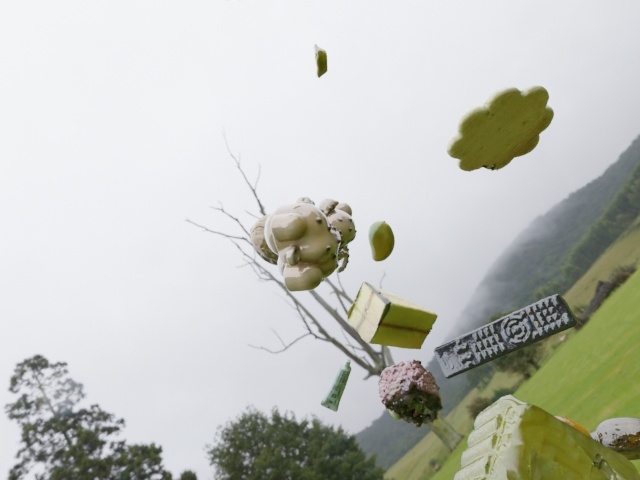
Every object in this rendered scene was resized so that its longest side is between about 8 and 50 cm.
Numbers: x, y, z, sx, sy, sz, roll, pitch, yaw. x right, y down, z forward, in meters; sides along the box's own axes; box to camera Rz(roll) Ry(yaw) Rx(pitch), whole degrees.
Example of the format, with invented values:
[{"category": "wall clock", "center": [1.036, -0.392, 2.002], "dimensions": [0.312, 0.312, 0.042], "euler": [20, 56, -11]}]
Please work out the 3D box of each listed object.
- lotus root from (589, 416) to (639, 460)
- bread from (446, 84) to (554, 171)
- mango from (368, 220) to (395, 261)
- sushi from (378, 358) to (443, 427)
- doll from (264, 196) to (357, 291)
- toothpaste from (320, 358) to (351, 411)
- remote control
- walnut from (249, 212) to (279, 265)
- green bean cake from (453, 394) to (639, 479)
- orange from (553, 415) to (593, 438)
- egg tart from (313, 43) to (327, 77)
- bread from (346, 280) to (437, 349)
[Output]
[{"category": "lotus root", "center": [0.900, 0.587, 1.257], "dimensions": [0.210, 0.120, 0.120], "euler": [-16, -18, 23]}, {"category": "bread", "center": [0.509, -0.314, 1.215], "dimensions": [0.316, 0.054, 0.316], "euler": [-8, -35, -6]}, {"category": "mango", "center": [0.285, 0.001, 1.963], "dimensions": [0.085, 0.122, 0.191], "euler": [-34, -67, -68]}, {"category": "sushi", "center": [0.367, 0.639, 1.733], "dimensions": [0.237, 0.171, 0.270], "euler": [-37, -66, 11]}, {"category": "doll", "center": [0.000, -0.002, 0.770], "dimensions": [0.278, 0.119, 0.154], "euler": [-12, -85, -66]}, {"category": "toothpaste", "center": [0.060, 0.493, 1.443], "dimensions": [0.041, 0.064, 0.218], "euler": [-52, -17, -67]}, {"category": "remote control", "center": [0.322, 0.172, 0.753], "dimensions": [0.245, 0.063, 0.025], "euler": [-30, -26, 18]}, {"category": "walnut", "center": [-0.154, -0.003, 1.604], "dimensions": [0.198, 0.245, 0.198], "euler": [20, -90, -83]}, {"category": "green bean cake", "center": [0.334, 0.379, 0.626], "dimensions": [0.233, 0.236, 0.124], "euler": [-49, -18, -38]}, {"category": "orange", "center": [0.567, 0.495, 1.002], "dimensions": [0.156, 0.156, 0.124], "euler": [-55, -14, 9]}, {"category": "egg tart", "center": [0.002, -0.541, 1.280], "dimensions": [0.039, 0.105, 0.105], "euler": [-4, -37, 0]}, {"category": "bread", "center": [0.248, 0.269, 1.484], "dimensions": [0.264, 0.163, 0.167], "euler": [18, -77, -34]}]
